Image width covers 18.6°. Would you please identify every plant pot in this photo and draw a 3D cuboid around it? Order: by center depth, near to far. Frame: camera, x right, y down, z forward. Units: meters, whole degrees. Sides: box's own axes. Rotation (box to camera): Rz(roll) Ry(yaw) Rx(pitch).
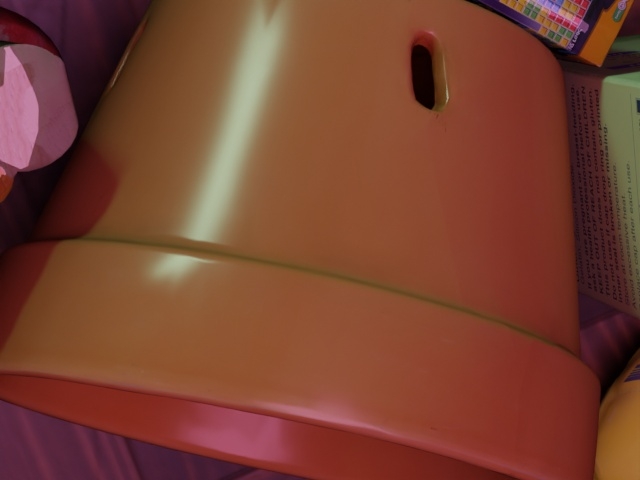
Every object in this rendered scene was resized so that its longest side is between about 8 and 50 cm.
[{"bbox_3d":[0.000,0.000,0.915,0.291,0.291,0.203,16,78,-16],"label":"plant pot"}]

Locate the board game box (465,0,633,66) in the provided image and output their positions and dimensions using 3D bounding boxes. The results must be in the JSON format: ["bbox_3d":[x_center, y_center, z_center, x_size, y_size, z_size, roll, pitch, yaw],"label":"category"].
[{"bbox_3d":[0.057,-0.139,0.947,0.141,0.170,0.048,25,92,-16],"label":"board game box"}]

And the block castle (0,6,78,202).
[{"bbox_3d":[-0.356,-0.066,0.835,0.453,0.213,0.303,32,87,-18],"label":"block castle"}]

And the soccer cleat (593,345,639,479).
[{"bbox_3d":[0.279,0.064,1.061,0.289,0.121,0.093,-24,104,-9],"label":"soccer cleat"}]

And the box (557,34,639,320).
[{"bbox_3d":[0.225,-0.041,0.967,0.214,0.243,0.117,-9,101,-14],"label":"box"}]
